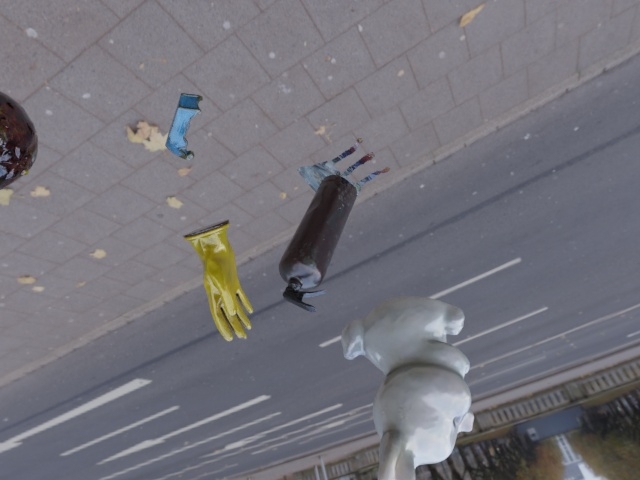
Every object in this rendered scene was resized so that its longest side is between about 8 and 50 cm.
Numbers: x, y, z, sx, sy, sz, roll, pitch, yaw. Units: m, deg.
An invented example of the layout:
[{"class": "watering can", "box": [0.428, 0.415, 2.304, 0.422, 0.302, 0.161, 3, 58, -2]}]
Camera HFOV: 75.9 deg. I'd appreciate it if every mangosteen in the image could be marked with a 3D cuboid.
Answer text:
[{"class": "mangosteen", "box": [-0.528, -0.164, 0.612, 0.172, 0.184, 0.172, -39, -176, 3]}]

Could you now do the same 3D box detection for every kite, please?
[{"class": "kite", "box": [0.042, -0.123, 0.801, 0.141, 0.015, 0.245, 39, 156, -12]}]

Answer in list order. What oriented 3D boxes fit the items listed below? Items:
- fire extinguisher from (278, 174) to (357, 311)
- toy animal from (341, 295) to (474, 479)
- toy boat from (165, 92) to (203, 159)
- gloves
[{"class": "fire extinguisher", "box": [0.000, 0.000, 0.650, 0.089, 0.268, 0.072, 1, 134, 25]}, {"class": "toy animal", "box": [0.150, 0.286, 0.756, 0.240, 0.368, 0.196, -1, 136, 10]}, {"class": "toy boat", "box": [-0.330, -0.272, 1.015, 0.077, 0.075, 0.185, 15, 138, -26]}, {"class": "gloves", "box": [-0.232, 0.106, 1.016, 0.116, 0.295, 0.133, -11, -168, 34]}]
